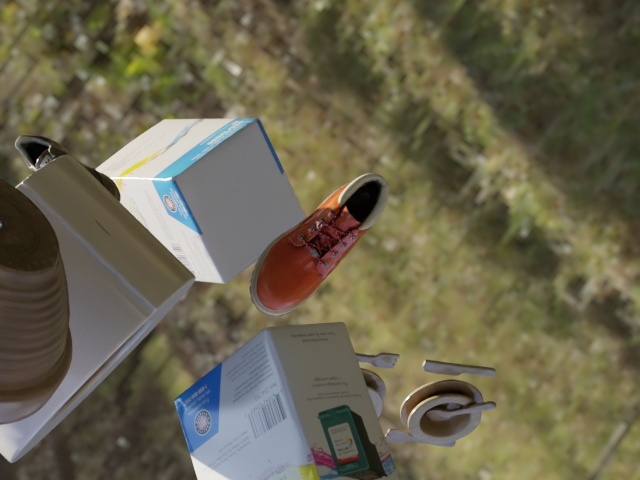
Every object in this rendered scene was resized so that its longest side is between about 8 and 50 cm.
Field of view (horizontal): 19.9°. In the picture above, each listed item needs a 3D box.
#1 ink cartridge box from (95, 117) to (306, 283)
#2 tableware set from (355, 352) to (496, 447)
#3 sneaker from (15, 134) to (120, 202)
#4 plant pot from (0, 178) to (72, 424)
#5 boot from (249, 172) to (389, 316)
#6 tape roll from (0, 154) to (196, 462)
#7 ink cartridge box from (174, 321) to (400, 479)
[{"bbox_3d":[-0.176,-0.059,2.534,0.233,0.168,0.171,4,127,51],"label":"ink cartridge box"},{"bbox_3d":[0.075,0.171,1.821,0.194,0.128,0.039,8,-138,-18],"label":"tableware set"},{"bbox_3d":[-0.335,-0.081,2.368,0.188,0.066,0.071,33,-176,43],"label":"sneaker"},{"bbox_3d":[-0.280,0.020,1.408,0.237,0.109,0.237,30,-153,-17],"label":"plant pot"},{"bbox_3d":[0.000,0.000,1.604,0.059,0.158,0.084,43,162,-3],"label":"boot"},{"bbox_3d":[-0.259,0.062,1.692,0.169,0.246,0.246,44,175,1],"label":"tape roll"},{"bbox_3d":[-0.012,0.191,1.319,0.078,0.134,0.231,-1,-116,-40],"label":"ink cartridge box"}]
